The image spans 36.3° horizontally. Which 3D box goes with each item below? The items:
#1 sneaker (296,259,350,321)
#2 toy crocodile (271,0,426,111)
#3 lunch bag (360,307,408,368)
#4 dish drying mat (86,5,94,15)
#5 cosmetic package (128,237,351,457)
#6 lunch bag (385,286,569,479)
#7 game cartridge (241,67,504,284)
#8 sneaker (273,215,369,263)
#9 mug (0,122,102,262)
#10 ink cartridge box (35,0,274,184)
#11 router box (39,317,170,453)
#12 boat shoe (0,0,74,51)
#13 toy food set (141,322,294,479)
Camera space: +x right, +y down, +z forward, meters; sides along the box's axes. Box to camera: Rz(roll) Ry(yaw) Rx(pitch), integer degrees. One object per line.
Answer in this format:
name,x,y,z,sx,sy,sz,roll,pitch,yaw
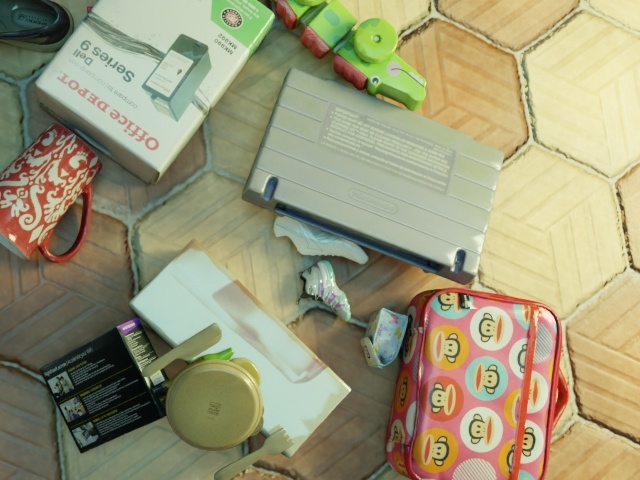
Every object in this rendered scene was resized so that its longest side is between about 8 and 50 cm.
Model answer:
sneaker,-0.001,0.084,1.437,0.069,0.038,0.098,-24,78,-11
toy crocodile,0.019,-0.309,1.453,0.340,0.115,0.105,42,83,-1
lunch bag,0.089,0.145,1.426,0.053,0.071,0.083,17,81,-6
dish drying mat,-0.324,-0.306,1.441,0.032,0.008,0.083,-8,84,-12
cosmetic package,-0.114,0.147,1.349,0.296,0.153,0.129,45,79,-4
lunch bag,0.241,0.224,1.427,0.258,0.120,0.293,10,82,-13
game cartridge,0.084,-0.097,1.438,0.355,0.068,0.230,21,60,-7
sneaker,0.000,0.000,1.444,0.152,0.054,0.061,30,92,-2
mug,-0.387,-0.062,1.364,0.113,0.150,0.169,27,71,31
ink cartridge box,-0.235,-0.256,1.390,0.211,0.121,0.289,35,78,-8
router box,-0.283,0.196,1.306,0.046,0.179,0.133,-25,88,-56
boat shoe,-0.494,-0.329,1.369,0.285,0.092,0.102,9,81,-9
toy food set,-0.132,0.207,1.251,0.132,0.038,0.192,-30,102,1
